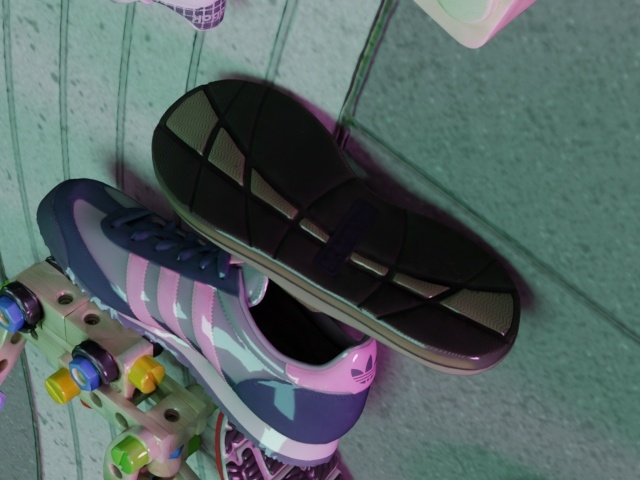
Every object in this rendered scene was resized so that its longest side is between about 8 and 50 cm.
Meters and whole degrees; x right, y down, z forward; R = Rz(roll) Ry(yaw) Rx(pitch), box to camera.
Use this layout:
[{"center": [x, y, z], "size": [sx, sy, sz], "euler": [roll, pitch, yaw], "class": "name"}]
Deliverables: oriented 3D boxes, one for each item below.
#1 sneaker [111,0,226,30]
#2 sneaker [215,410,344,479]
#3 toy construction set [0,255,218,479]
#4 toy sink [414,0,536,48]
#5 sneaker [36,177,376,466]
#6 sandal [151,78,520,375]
[{"center": [-0.164, -0.217, 1.031], "size": [0.235, 0.090, 0.095], "euler": [28, 148, 29], "class": "sneaker"}, {"center": [-0.036, 0.251, 1.296], "size": [0.118, 0.107, 0.279], "euler": [8, 125, 54], "class": "sneaker"}, {"center": [-0.221, 0.142, 1.366], "size": [0.327, 0.151, 0.215], "euler": [22, 137, 17], "class": "toy construction set"}, {"center": [0.072, -0.195, 0.670], "size": [0.153, 0.234, 0.131], "euler": [43, 143, 7], "class": "toy sink"}, {"center": [-0.084, 0.030, 1.165], "size": [0.319, 0.112, 0.131], "euler": [38, 126, 11], "class": "sneaker"}, {"center": [0.000, 0.002, 1.028], "size": [0.303, 0.120, 0.086], "euler": [38, 156, 15], "class": "sandal"}]
